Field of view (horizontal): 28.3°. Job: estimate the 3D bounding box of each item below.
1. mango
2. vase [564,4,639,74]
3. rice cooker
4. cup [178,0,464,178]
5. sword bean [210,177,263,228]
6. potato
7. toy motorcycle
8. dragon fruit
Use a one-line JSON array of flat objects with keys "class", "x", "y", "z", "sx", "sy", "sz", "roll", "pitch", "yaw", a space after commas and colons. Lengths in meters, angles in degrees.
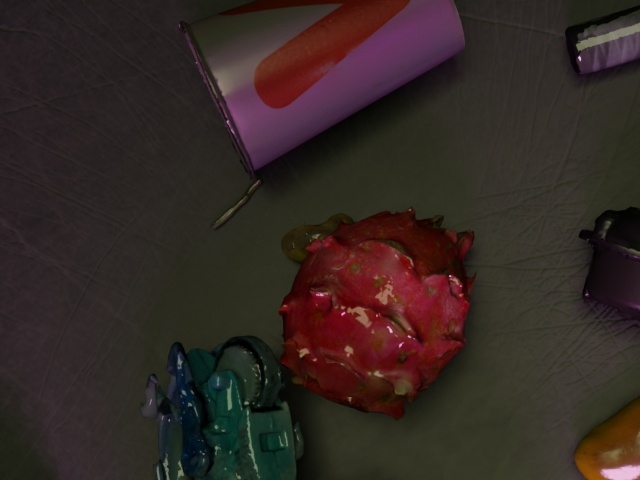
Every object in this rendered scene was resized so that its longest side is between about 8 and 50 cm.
[{"class": "mango", "x": 0.354, "y": 0.219, "z": 1.370, "sx": 0.161, "sy": 0.076, "sz": 0.103, "roll": -22, "pitch": 82, "yaw": 8}, {"class": "vase", "x": 0.389, "y": -0.246, "z": 1.455, "sx": 0.211, "sy": 0.060, "sz": 0.059, "roll": -16, "pitch": 78, "yaw": 5}, {"class": "rice cooker", "x": 0.373, "y": 0.035, "z": 1.368, "sx": 0.203, "sy": 0.142, "sz": 0.118, "roll": 20, "pitch": 96, "yaw": 15}, {"class": "cup", "x": 0.006, "y": -0.220, "z": 1.457, "sx": 0.289, "sy": 0.203, "sz": 0.203, "roll": -24, "pitch": 77, "yaw": -3}, {"class": "sword bean", "x": -0.100, "y": -0.044, "z": 1.520, "sx": 0.012, "sy": 0.012, "sz": 0.083, "roll": 44, "pitch": 88, "yaw": 13}, {"class": "potato", "x": 0.000, "y": 0.000, "z": 1.480, "sx": 0.092, "sy": 0.045, "sz": 0.046, "roll": -18, "pitch": 42, "yaw": 3}, {"class": "toy motorcycle", "x": -0.105, "y": 0.237, "z": 1.398, "sx": 0.206, "sy": 0.154, "sz": 0.260, "roll": -19, "pitch": 76, "yaw": 42}, {"class": "dragon fruit", "x": 0.071, "y": 0.065, "z": 1.381, "sx": 0.268, "sy": 0.205, "sz": 0.210, "roll": -44, "pitch": 114, "yaw": -23}]
